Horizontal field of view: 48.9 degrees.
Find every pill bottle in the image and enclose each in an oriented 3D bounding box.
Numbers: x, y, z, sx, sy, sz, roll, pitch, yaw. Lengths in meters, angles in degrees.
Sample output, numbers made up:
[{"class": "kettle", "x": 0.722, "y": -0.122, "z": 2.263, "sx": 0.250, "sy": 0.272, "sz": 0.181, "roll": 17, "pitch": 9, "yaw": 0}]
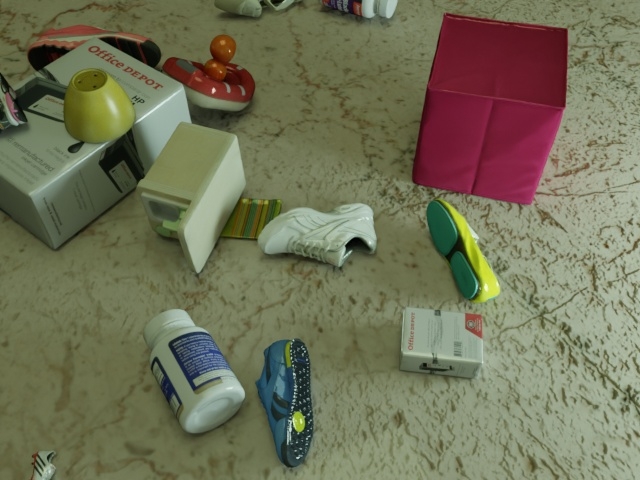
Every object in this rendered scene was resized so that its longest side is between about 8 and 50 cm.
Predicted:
[{"class": "pill bottle", "x": 0.099, "y": -0.640, "z": 1.823, "sx": 0.193, "sy": 0.108, "sz": 0.108, "roll": 21, "pitch": 54, "yaw": 17}, {"class": "pill bottle", "x": -0.212, "y": 0.205, "z": 1.140, "sx": 0.112, "sy": 0.112, "sz": 0.187, "roll": -26, "pitch": 56, "yaw": -19}]

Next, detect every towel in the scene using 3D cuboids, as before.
[{"class": "towel", "x": -0.200, "y": -0.050, "z": 1.405, "sx": 0.237, "sy": 0.021, "sz": 0.102, "roll": 4, "pitch": 51, "yaw": 4}]

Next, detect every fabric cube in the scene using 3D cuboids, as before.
[{"class": "fabric cube", "x": 0.338, "y": -0.267, "z": 1.425, "sx": 0.258, "sy": 0.258, "sz": 0.254, "roll": 11, "pitch": 53, "yaw": 9}]

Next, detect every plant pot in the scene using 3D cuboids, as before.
[{"class": "plant pot", "x": -0.423, "y": -0.264, "z": 1.318, "sx": 0.134, "sy": 0.095, "sz": 0.134, "roll": 1, "pitch": 53, "yaw": -1}]

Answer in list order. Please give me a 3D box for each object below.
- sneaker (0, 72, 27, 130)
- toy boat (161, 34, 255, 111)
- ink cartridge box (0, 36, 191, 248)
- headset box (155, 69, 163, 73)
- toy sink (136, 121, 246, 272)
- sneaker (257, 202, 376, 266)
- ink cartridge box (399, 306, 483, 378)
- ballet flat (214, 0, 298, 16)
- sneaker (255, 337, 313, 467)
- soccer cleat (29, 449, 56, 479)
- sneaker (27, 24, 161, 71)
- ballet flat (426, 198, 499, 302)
[{"class": "sneaker", "x": -0.628, "y": -0.271, "z": 1.344, "sx": 0.077, "sy": 0.072, "sz": 0.178, "roll": -31, "pitch": 50, "yaw": -9}, {"class": "toy boat", "x": -0.228, "y": -0.377, "z": 1.541, "sx": 0.151, "sy": 0.151, "sz": 0.231, "roll": 33, "pitch": 18, "yaw": 18}, {"class": "ink cartridge box", "x": -0.502, "y": -0.216, "z": 1.446, "sx": 0.285, "sy": 0.166, "sz": 0.395, "roll": 31, "pitch": 57, "yaw": 22}, {"class": "headset box", "x": -0.350, "y": -0.372, "z": 1.658, "sx": 0.083, "sy": 0.032, "sz": 0.062, "roll": -2, "pitch": 51, "yaw": 1}, {"class": "toy sink", "x": -0.252, "y": -0.082, "z": 1.327, "sx": 0.131, "sy": 0.153, "sz": 0.234, "roll": 15, "pitch": 59, "yaw": 12}, {"class": "sneaker", "x": 0.000, "y": 0.000, "z": 1.322, "sx": 0.232, "sy": 0.090, "sz": 0.115, "roll": -11, "pitch": 55, "yaw": -7}, {"class": "ink cartridge box", "x": 0.204, "y": 0.174, "z": 1.198, "sx": 0.135, "sy": 0.056, "sz": 0.099, "roll": 6, "pitch": 51, "yaw": 5}, {"class": "ballet flat", "x": -0.152, "y": -0.632, "z": 1.843, "sx": 0.248, "sy": 0.086, "sz": 0.086, "roll": -23, "pitch": 54, "yaw": -18}, {"class": "sneaker", "x": -0.062, "y": 0.262, "z": 1.134, "sx": 0.082, "sy": 0.069, "sz": 0.210, "roll": -20, "pitch": 55, "yaw": 27}, {"class": "soccer cleat", "x": -0.422, "y": 0.358, "z": 1.072, "sx": 0.035, "sy": 0.029, "sz": 0.083, "roll": -12, "pitch": 47, "yaw": -4}, {"class": "sneaker", "x": -0.537, "y": -0.475, "z": 1.690, "sx": 0.313, "sy": 0.116, "sz": 0.136, "roll": 0, "pitch": 50, "yaw": 1}, {"class": "ballet flat", "x": 0.270, "y": 0.019, "z": 1.323, "sx": 0.077, "sy": 0.077, "sz": 0.231, "roll": 1, "pitch": 51, "yaw": -27}]
